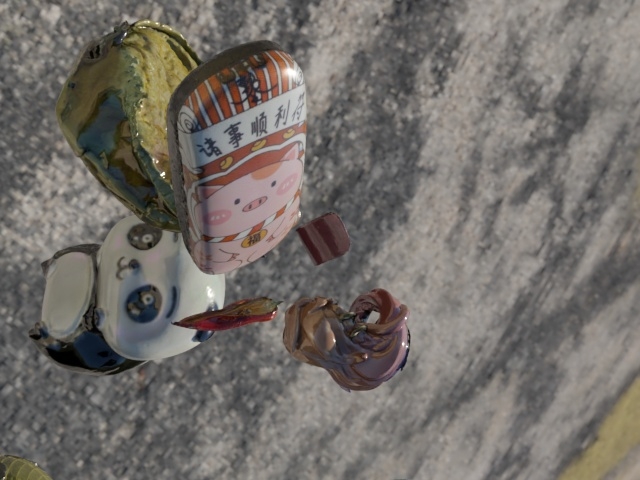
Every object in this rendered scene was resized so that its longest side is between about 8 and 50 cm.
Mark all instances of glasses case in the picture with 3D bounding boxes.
[{"bbox_3d":[-0.065,-0.056,0.808,0.103,0.067,0.267,-31,158,-18],"label":"glasses case"}]

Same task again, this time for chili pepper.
[{"bbox_3d":[-0.130,0.110,1.449,0.178,0.045,0.027,-10,130,-33],"label":"chili pepper"}]

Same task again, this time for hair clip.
[{"bbox_3d":[-0.001,0.001,1.243,0.022,0.054,0.137,-27,-179,-22],"label":"hair clip"}]

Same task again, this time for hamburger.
[{"bbox_3d":[-0.202,-0.135,1.254,0.265,0.134,0.285,56,26,-27],"label":"hamburger"}]

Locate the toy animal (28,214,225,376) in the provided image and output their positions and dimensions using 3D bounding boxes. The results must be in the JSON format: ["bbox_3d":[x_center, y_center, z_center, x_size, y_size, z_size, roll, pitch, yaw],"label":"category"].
[{"bbox_3d":[-0.297,0.088,1.664,0.251,0.309,0.251,31,52,-52],"label":"toy animal"}]

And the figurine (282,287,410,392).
[{"bbox_3d":[0.033,0.110,1.121,0.157,0.114,0.126,10,121,-53],"label":"figurine"}]

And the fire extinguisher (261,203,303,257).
[{"bbox_3d":[-0.068,-0.021,1.423,0.177,0.050,0.062,-44,124,-69],"label":"fire extinguisher"}]

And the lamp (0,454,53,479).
[{"bbox_3d":[-0.524,0.481,1.713,0.284,0.250,0.250,-18,153,4],"label":"lamp"}]

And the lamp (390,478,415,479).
[{"bbox_3d":[0.133,0.472,1.388,0.209,0.284,0.147,-21,176,26],"label":"lamp"}]
